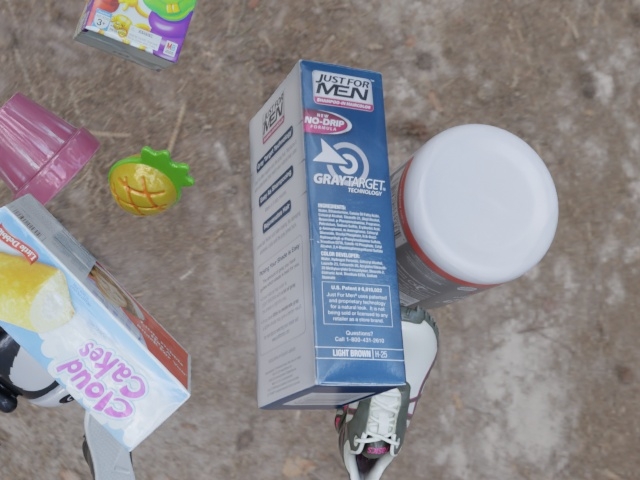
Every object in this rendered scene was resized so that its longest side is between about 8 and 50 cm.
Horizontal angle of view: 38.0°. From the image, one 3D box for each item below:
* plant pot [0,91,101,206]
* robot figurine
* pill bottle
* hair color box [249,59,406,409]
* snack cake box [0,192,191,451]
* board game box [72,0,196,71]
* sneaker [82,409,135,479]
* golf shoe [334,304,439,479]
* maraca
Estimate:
[{"bbox_3d":[-0.555,-0.177,1.784,0.180,0.201,0.201,44,69,-18],"label":"plant pot"},{"bbox_3d":[-0.536,0.192,1.709,0.278,0.209,0.173,49,22,-37],"label":"robot figurine"},{"bbox_3d":[0.162,-0.013,1.320,0.210,0.363,0.210,3,77,-14],"label":"pill bottle"},{"bbox_3d":[0.000,0.000,1.015,0.105,0.174,0.347,4,72,-23],"label":"hair color box"},{"bbox_3d":[-0.255,0.079,0.974,0.089,0.152,0.264,-43,101,-2],"label":"snack cake box"},{"bbox_3d":[-0.254,-0.414,1.398,0.144,0.142,0.275,18,88,-22],"label":"board game box"},{"bbox_3d":[-0.428,0.367,1.840,0.105,0.147,0.295,-8,110,-25],"label":"sneaker"},{"bbox_3d":[0.080,0.188,1.095,0.105,0.273,0.120,6,43,-3],"label":"golf shoe"},{"bbox_3d":[-0.295,-0.103,1.609,0.127,0.186,0.099,33,51,-25],"label":"maraca"}]
